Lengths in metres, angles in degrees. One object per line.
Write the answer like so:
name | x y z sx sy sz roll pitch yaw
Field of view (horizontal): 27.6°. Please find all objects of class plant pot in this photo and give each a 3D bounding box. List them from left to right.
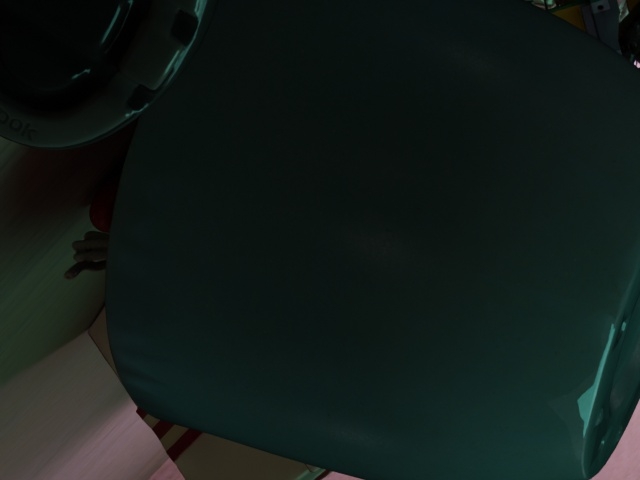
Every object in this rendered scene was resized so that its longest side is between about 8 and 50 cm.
plant pot | 0.067 0.000 0.696 0.293 0.235 0.293 -48 148 -43

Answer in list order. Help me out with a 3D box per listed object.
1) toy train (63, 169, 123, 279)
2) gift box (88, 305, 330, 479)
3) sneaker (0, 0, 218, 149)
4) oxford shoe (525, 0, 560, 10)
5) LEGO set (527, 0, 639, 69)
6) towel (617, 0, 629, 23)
toy train | -0.063 -0.041 0.776 0.143 0.105 0.248 -56 173 9
gift box | -0.004 0.049 1.073 0.276 0.255 0.258 -33 171 -38
sneaker | -0.026 -0.151 0.368 0.267 0.101 0.106 -48 -164 20
oxford shoe | 0.128 -0.153 1.361 0.397 0.140 0.147 119 -23 -43
LEGO set | 0.193 -0.086 0.981 0.331 0.192 0.255 -17 -169 1
towel | 0.233 -0.170 1.341 0.187 0.049 0.282 -107 -150 -47
